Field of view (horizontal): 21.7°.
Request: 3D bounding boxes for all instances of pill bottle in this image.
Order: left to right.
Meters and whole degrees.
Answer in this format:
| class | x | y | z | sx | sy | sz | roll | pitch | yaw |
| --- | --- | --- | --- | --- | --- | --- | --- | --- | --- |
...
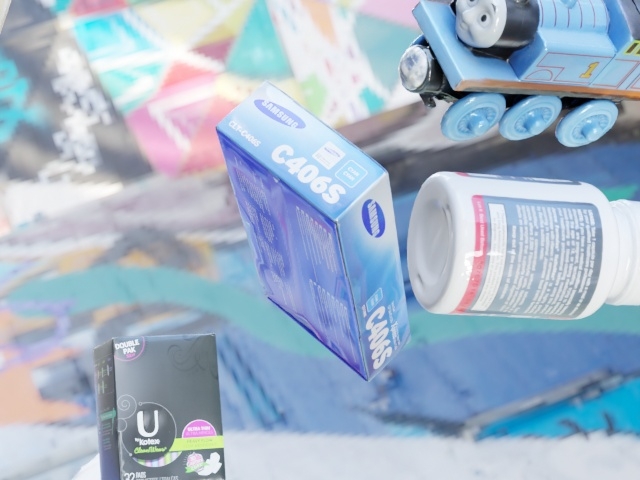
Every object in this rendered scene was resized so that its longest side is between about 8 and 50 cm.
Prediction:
| class | x | y | z | sx | sy | sz | roll | pitch | yaw |
| --- | --- | --- | --- | --- | --- | --- | --- | --- | --- |
| pill bottle | 0.167 | 0.006 | 1.273 | 0.108 | 0.180 | 0.108 | -177 | -90 | -72 |

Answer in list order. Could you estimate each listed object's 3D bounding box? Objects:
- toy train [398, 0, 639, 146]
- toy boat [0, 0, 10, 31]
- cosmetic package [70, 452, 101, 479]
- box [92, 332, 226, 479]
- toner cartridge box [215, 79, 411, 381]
| class | x | y | z | sx | sy | sz | roll | pitch | yaw |
| --- | --- | --- | --- | --- | --- | --- | --- | --- | --- |
| toy train | 0.134 | -0.115 | 1.013 | 0.105 | 0.184 | 0.080 | -52 | -129 | 38 |
| toy boat | -0.364 | -0.243 | 1.203 | 0.148 | 0.318 | 0.268 | 25 | -74 | 44 |
| cosmetic package | -0.179 | 0.341 | 1.801 | 0.127 | 0.107 | 0.238 | -48 | 123 | -55 |
| box | -0.091 | 0.096 | 0.935 | 0.052 | 0.062 | 0.083 | 151 | -64 | -67 |
| toner cartridge box | 0.000 | 0.000 | 1.694 | 0.165 | 0.075 | 0.348 | 38 | -19 | 24 |
